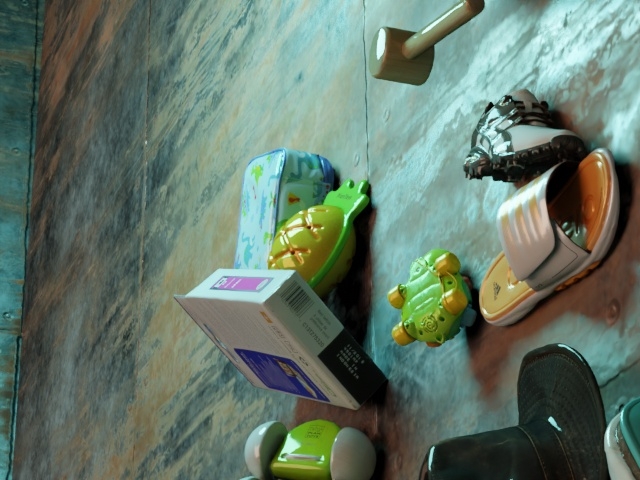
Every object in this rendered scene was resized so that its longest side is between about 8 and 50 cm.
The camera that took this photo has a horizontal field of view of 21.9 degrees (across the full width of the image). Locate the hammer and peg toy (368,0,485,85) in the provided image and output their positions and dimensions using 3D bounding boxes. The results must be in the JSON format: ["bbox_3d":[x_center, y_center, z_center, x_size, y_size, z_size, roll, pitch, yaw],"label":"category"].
[{"bbox_3d":[0.169,-0.339,1.744,0.266,0.127,0.361,-169,89,-67],"label":"hammer and peg toy"}]

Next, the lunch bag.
[{"bbox_3d":[-0.055,-0.012,2.230,0.176,0.090,0.219,164,114,-66],"label":"lunch bag"}]

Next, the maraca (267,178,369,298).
[{"bbox_3d":[0.000,0.000,2.081,0.185,0.099,0.127,-58,27,-11],"label":"maraca"}]

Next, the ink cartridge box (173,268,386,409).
[{"bbox_3d":[-0.060,0.118,2.072,0.069,0.176,0.371,-45,15,-18],"label":"ink cartridge box"}]

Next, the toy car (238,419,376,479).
[{"bbox_3d":[-0.014,0.302,1.933,0.136,0.159,0.182,63,-142,-41],"label":"toy car"}]

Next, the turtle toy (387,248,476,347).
[{"bbox_3d":[0.125,0.059,1.761,0.095,0.066,0.130,-35,41,30],"label":"turtle toy"}]

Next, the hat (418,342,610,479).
[{"bbox_3d":[0.154,0.256,1.443,0.331,0.134,0.331,180,90,-82],"label":"hat"}]

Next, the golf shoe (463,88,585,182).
[{"bbox_3d":[0.199,-0.108,1.633,0.198,0.077,0.094,178,101,-68],"label":"golf shoe"}]

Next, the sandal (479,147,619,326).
[{"bbox_3d":[0.197,0.006,1.583,0.265,0.076,0.102,127,146,-51],"label":"sandal"}]

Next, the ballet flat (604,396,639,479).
[{"bbox_3d":[0.297,0.272,1.172,0.400,0.139,0.139,-105,32,-56],"label":"ballet flat"}]
